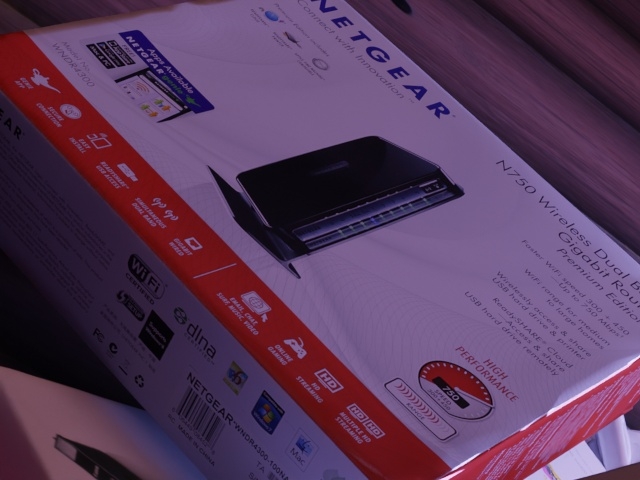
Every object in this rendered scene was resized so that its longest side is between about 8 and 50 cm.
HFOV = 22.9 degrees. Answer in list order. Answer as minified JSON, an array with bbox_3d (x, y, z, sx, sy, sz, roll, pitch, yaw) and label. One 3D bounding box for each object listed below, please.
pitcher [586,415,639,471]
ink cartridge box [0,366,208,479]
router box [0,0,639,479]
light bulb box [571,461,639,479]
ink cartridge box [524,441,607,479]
[{"bbox_3d":[0.204,0.197,1.026,0.207,0.125,0.177,-82,154,-63],"label":"pitcher"},{"bbox_3d":[-0.104,0.153,0.653,0.239,0.060,0.275,25,18,-41],"label":"ink cartridge box"},{"bbox_3d":[0.000,0.000,0.876,0.335,0.082,0.301,44,37,20],"label":"router box"},{"bbox_3d":[0.111,0.301,0.389,0.358,0.225,0.361,57,30,-20],"label":"light bulb box"},{"bbox_3d":[0.105,0.169,0.954,0.198,0.115,0.067,-1,50,-56],"label":"ink cartridge box"}]
